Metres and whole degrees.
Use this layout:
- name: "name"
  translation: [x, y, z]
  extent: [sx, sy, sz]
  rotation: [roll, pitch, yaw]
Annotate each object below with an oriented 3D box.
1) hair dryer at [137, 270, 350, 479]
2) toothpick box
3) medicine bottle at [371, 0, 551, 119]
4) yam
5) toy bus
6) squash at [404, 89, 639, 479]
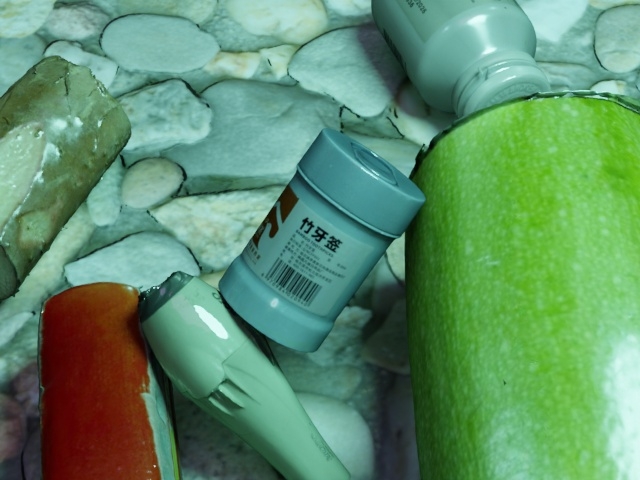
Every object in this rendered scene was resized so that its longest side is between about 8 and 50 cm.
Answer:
- name: "hair dryer"
  translation: [-0.038, 0.119, 1.047]
  extent: [0.088, 0.225, 0.219]
  rotation: [-36, 77, 23]
- name: "toothpick box"
  translation: [0.000, 0.000, 0.988]
  extent: [0.101, 0.101, 0.153]
  rotation: [43, 105, 30]
- name: "medicine bottle"
  translation: [0.148, -0.202, 1.276]
  extent: [0.135, 0.135, 0.215]
  rotation: [-18, 52, -12]
- name: "yam"
  translation: [-0.282, -0.067, 1.190]
  extent: [0.128, 0.129, 0.238]
  rotation: [-8, 39, 44]
- name: "toy bus"
  translation: [-0.173, 0.148, 1.006]
  extent: [0.121, 0.120, 0.265]
  rotation: [-10, 49, -3]
- name: "squash"
  translation: [0.196, 0.090, 0.955]
  extent: [0.263, 0.263, 0.384]
  rotation: [-2, 51, 0]
